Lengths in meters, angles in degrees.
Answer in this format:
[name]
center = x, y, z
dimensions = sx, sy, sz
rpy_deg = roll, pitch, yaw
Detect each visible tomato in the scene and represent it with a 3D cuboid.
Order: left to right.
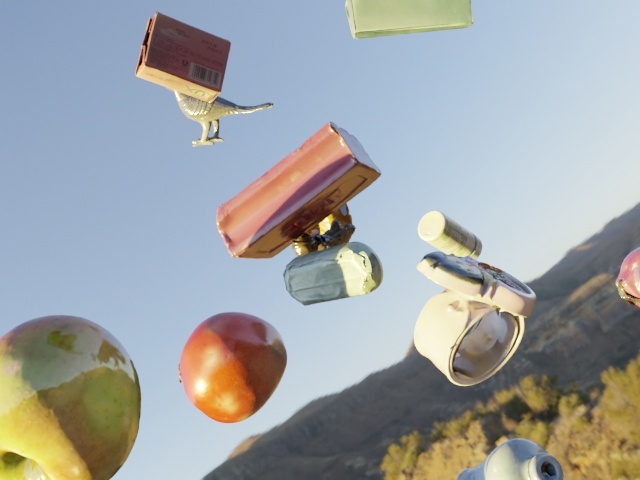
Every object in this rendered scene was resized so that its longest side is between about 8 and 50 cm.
[tomato]
center = -0.243, 0.355, 1.965
dimensions = 0.321, 0.321, 0.321
rpy_deg = -35, -18, -13

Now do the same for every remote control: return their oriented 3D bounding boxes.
[remote control]
center = 0.018, 0.067, 1.319
dimensions = 0.247, 0.104, 0.052
rpy_deg = -17, 10, 47

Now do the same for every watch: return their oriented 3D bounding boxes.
[watch]
center = 0.274, 0.152, 1.352
dimensions = 0.244, 0.196, 0.231
rpy_deg = 11, -67, -37

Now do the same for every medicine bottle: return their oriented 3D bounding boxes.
[medicine bottle]
center = 0.341, -0.007, 1.797
dimensions = 0.183, 0.086, 0.086
rpy_deg = 27, -65, -41

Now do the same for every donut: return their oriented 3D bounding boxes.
[donut]
center = -0.003, -0.052, 2.072
dimensions = 0.114, 0.226, 0.226
rpy_deg = -24, -23, -46

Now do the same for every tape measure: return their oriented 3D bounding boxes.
[tape measure]
center = 0.578, 0.070, 1.186
dimensions = 0.125, 0.118, 0.074
rpy_deg = -48, 0, -7

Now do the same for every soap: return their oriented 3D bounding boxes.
[soap]
center = -0.054, -0.105, 1.575
dimensions = 0.359, 0.128, 0.233
rpy_deg = -37, -13, 14

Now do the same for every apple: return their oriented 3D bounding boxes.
[apple]
center = -0.476, 0.294, 1.238
dimensions = 0.319, 0.319, 0.277
rpy_deg = -53, 13, 37

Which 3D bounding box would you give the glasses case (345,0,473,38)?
[glasses case]
center = 0.192, -0.499, 1.484
dimensions = 0.266, 0.105, 0.056
rpy_deg = -8, 5, -9

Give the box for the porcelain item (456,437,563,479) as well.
[porcelain item]
center = 0.363, 0.469, 1.331
dimensions = 0.141, 0.141, 0.259
rpy_deg = -27, -14, -33

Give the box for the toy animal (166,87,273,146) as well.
[toy animal]
center = -0.330, -0.374, 2.047
dimensions = 0.081, 0.367, 0.205
rpy_deg = -54, -18, -57

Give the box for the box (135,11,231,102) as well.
[box]
center = -0.241, -0.322, 1.211
dimensions = 0.156, 0.111, 0.060
rpy_deg = 18, -17, -28

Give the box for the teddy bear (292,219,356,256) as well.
[teddy bear]
center = 0.003, 0.007, 1.677
dimensions = 0.160, 0.119, 0.078
rpy_deg = -20, -66, -28

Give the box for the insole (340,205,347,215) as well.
[insole]
center = 0.041, -0.127, 1.739
dimensions = 0.002, 0.135, 0.045
rpy_deg = -21, 1, -23
